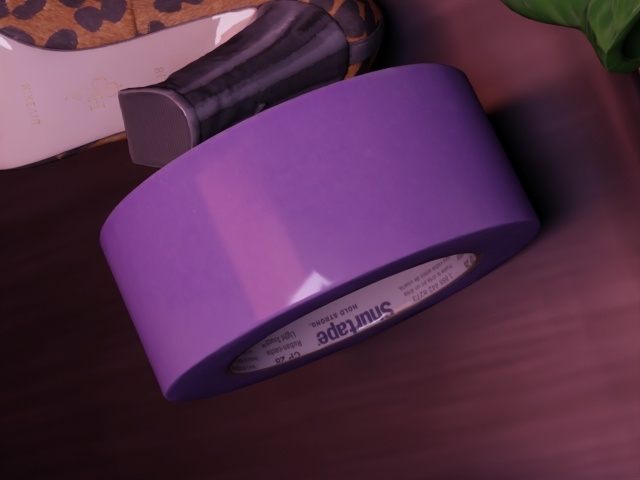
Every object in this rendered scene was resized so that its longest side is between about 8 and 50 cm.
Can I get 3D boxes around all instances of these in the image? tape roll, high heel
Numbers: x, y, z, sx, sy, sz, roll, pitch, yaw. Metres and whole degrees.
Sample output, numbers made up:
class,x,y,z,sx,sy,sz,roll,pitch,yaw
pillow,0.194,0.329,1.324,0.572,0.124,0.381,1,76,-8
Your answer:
class,x,y,z,sx,sy,sz,roll,pitch,yaw
tape roll,0.000,0.000,0.631,0.189,0.189,0.080,-31,77,32
high heel,-0.105,-0.105,0.699,0.261,0.186,0.093,17,123,30

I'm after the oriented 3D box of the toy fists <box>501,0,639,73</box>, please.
class,x,y,z,sx,sy,sz,roll,pitch,yaw
toy fists,0.160,-0.207,0.560,0.279,0.096,0.142,-48,66,29
